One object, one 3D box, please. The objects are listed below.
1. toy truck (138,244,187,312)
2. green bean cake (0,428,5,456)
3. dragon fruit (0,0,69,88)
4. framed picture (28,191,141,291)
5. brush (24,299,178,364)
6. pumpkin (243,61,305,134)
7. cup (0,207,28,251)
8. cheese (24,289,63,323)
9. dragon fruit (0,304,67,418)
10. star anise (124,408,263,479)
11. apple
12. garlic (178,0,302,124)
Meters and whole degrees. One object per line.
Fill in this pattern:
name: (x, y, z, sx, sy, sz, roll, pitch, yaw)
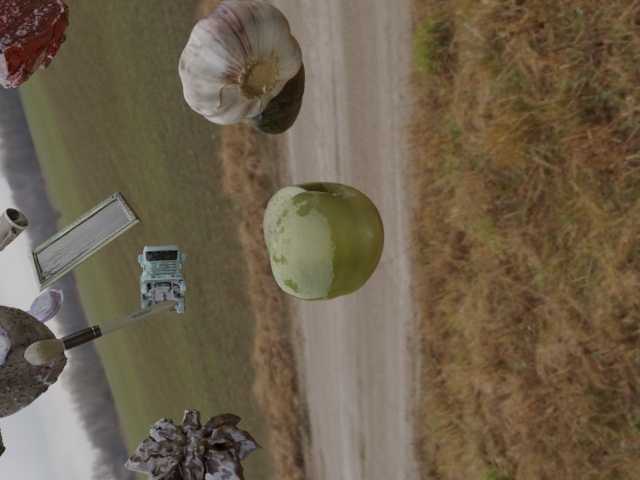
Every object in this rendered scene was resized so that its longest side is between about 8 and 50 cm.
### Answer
toy truck: (-0.475, 0.114, 2.232, 0.305, 0.136, 0.162, 115, 149, -64)
green bean cake: (-0.707, 0.382, 1.434, 0.181, 0.173, 0.094, 116, 174, -55)
dragon fruit: (-0.628, -0.422, 1.576, 0.317, 0.205, 0.152, 37, 145, 35)
framed picture: (-0.519, -0.006, 1.608, 0.197, 0.252, 0.014, 40, 164, 56)
brush: (-0.402, 0.166, 1.387, 0.039, 0.299, 0.042, 14, 118, 53)
pumpkin: (-0.106, -0.343, 1.652, 0.148, 0.312, 0.169, -30, 77, 39)
cup: (-0.888, -0.023, 2.112, 0.102, 0.099, 0.074, 56, -163, 22)
cheese: (-0.812, 0.206, 2.132, 0.042, 0.191, 0.105, 42, -164, -48)
dragon fruit: (-0.767, 0.272, 1.779, 0.221, 0.204, 0.283, 42, 106, 21)
star anise: (-0.302, 0.507, 1.778, 0.332, 0.331, 0.118, -132, 35, -52)
apple: (0.000, 0.000, 1.689, 0.292, 0.292, 0.254, -145, 51, -62)
garlic: (-0.180, -0.357, 1.419, 0.253, 0.245, 0.245, 42, 146, 37)
